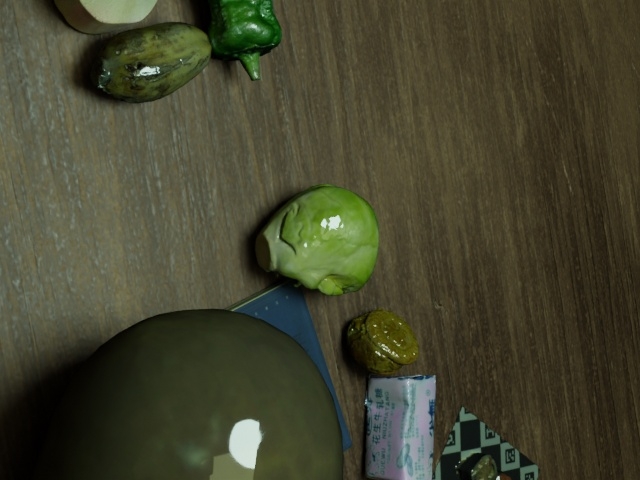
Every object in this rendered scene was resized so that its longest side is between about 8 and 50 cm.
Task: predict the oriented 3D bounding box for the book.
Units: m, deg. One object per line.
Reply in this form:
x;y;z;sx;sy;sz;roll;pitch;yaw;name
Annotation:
-0.065;0.208;1.415;0.190;0.025;0.269;-27;104;-37;book

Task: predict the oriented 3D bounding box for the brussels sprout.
0.003;-0.008;1.416;0.183;0.131;0.146;13;103;-36;brussels sprout

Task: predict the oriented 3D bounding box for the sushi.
0.273;0.420;1.652;0.231;0.047;0.220;40;65;-30;sushi

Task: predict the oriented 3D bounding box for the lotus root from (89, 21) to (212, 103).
-0.211;-0.223;1.283;0.179;0.080;0.089;-26;90;-40;lotus root

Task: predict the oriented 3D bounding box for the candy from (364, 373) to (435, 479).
0.117;0.277;1.510;0.073;0.092;0.160;10;80;-42;candy

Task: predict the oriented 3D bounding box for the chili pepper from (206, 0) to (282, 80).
-0.111;-0.346;1.352;0.136;0.099;0.271;-19;104;-72;chili pepper

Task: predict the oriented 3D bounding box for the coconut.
-0.255;-0.310;1.226;0.116;0.122;0.116;1;88;-38;coconut

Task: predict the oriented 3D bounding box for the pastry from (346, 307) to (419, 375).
0.091;0.149;1.496;0.109;0.057;0.097;33;35;-12;pastry

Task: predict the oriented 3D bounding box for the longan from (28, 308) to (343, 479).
-0.149;0.272;1.160;0.404;0.336;0.405;-52;154;-38;longan
